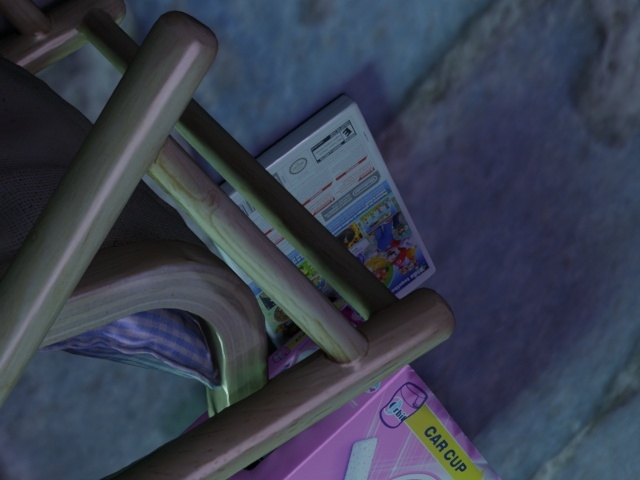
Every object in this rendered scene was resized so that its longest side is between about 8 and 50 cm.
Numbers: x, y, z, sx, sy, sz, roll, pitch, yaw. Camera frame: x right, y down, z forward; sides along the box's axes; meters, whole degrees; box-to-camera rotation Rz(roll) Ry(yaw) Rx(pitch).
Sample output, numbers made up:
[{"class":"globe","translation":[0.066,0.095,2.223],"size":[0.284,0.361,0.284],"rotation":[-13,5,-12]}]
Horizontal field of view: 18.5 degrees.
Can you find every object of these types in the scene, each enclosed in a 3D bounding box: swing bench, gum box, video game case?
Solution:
[{"class":"swing bench","translation":[-0.145,0.012,0.645],"size":[0.254,0.253,0.165],"rotation":[-44,135,-1]},{"class":"gum box","translation":[0.018,0.117,0.961],"size":[0.107,0.062,0.188],"rotation":[-42,140,-3]},{"class":"video game case","translation":[0.000,0.000,0.913],"size":[0.087,0.011,0.122],"rotation":[-37,134,-9]}]
